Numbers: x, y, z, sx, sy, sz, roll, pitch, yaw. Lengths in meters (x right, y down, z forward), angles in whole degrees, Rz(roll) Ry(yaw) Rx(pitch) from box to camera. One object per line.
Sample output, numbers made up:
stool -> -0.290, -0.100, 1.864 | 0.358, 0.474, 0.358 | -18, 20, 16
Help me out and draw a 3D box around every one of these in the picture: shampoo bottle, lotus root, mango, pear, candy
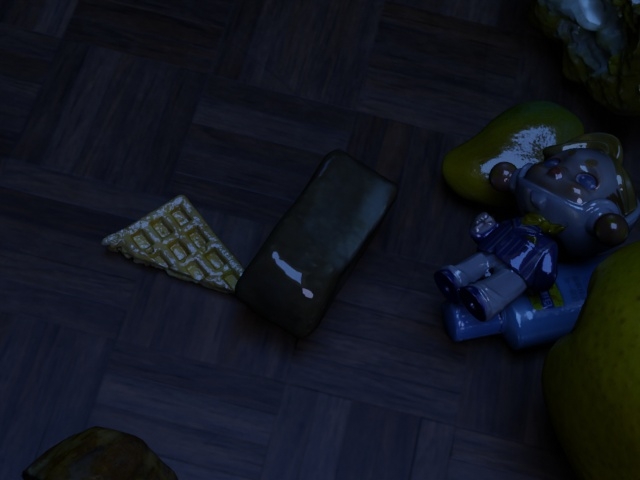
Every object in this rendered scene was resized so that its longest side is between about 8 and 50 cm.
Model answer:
shampoo bottle -> 0.273, 0.075, 1.428 | 0.258, 0.061, 0.104 | -9, 56, -12
lotus root -> -0.225, 0.259, 1.244 | 0.159, 0.095, 0.135 | 36, 58, 7
mango -> 0.251, -0.102, 1.522 | 0.191, 0.085, 0.122 | -37, 81, -13
pear -> 0.440, 0.169, 1.232 | 0.418, 0.362, 0.362 | 22, 60, 10
candy -> 0.000, 0.000, 1.402 | 0.104, 0.102, 0.234 | 33, 51, 2

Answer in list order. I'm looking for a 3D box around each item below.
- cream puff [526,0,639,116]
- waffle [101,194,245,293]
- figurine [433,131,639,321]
cream puff -> 0.418, -0.340, 1.566 | 0.274, 0.270, 0.323 | -32, 76, -3
waffle -> -0.154, 0.043, 1.411 | 0.125, 0.032, 0.191 | -31, 69, -22
figurine -> 0.264, -0.007, 1.386 | 0.193, 0.133, 0.274 | 8, 49, 33
